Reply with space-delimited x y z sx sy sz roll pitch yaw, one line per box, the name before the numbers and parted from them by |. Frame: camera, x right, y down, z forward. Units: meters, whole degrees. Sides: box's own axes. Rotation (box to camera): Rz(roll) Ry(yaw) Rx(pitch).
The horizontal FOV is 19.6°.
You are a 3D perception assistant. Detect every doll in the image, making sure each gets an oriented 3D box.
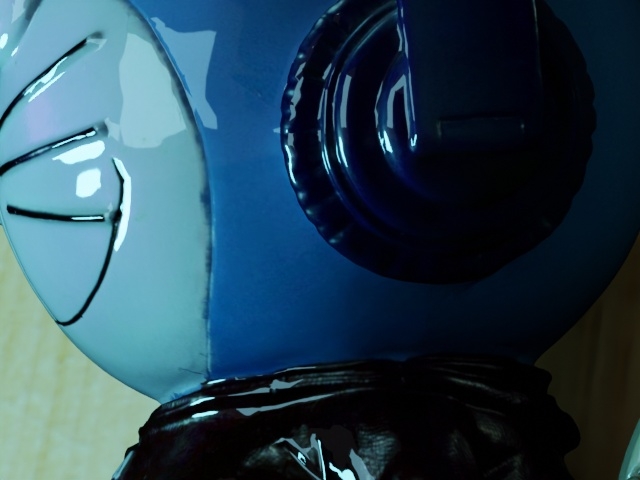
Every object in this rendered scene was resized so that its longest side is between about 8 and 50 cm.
doll | 0.000 0.000 0.624 0.284 0.240 0.310 150 113 -72

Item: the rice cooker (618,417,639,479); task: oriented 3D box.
rice cooker | 0.168 0.058 0.485 0.206 0.127 0.145 -55 42 31
